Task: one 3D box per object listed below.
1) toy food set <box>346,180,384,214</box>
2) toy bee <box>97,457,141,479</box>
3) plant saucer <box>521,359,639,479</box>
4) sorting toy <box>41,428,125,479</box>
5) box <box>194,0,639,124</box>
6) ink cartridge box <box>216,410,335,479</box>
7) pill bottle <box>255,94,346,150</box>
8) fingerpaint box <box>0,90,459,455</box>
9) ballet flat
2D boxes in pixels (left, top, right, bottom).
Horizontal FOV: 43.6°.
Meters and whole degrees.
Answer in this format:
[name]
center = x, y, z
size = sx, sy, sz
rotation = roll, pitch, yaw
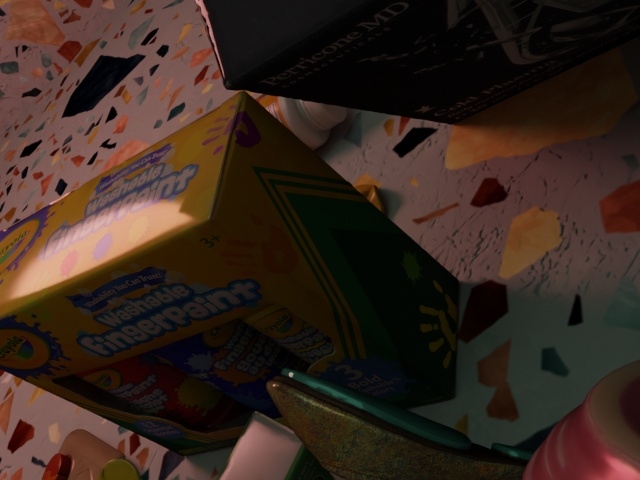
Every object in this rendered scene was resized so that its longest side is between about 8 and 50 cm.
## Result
[toy food set]
center = 0.000, 0.000, 1.090
size = 0.128, 0.071, 0.218
rotation = 11, 68, 51
[toy bee]
center = -0.206, 0.339, 0.816
size = 0.162, 0.298, 0.195
rotation = -2, 59, -1
[plant saucer]
center = 0.285, 0.138, 0.462
size = 0.332, 0.332, 0.084
rotation = 8, 108, 50
[sorting toy]
center = -0.364, 0.396, 1.137
size = 0.307, 0.041, 0.229
rotation = -1, 58, 57
[box]
center = 0.183, -0.352, 0.798
size = 0.479, 0.471, 0.298
rotation = -23, 78, 34
[ink cartridge box]
center = -0.007, 0.274, 0.742
size = 0.086, 0.208, 0.153
rotation = 11, 69, 48
[pill bottle]
center = -0.066, -0.182, 1.282
size = 0.215, 0.117, 0.117
rotation = -25, 43, 31
[fingerpaint box]
center = -0.130, 0.083, 0.905
size = 0.444, 0.371, 0.163
rotation = -21, 45, 35
[ballet flat]
center = 0.112, 0.199, 0.626
size = 0.123, 0.348, 0.123
rotation = 16, -90, -86
